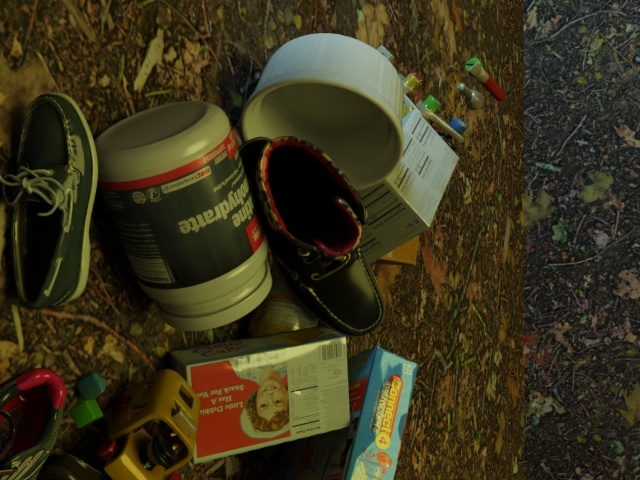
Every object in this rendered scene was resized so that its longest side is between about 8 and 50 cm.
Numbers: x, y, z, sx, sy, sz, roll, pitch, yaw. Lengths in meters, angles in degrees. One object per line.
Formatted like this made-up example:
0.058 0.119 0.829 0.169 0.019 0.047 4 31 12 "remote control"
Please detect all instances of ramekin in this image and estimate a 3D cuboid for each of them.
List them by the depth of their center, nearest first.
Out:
0.013 -0.220 1.360 0.277 0.277 0.135 56 37 -47 "ramekin"

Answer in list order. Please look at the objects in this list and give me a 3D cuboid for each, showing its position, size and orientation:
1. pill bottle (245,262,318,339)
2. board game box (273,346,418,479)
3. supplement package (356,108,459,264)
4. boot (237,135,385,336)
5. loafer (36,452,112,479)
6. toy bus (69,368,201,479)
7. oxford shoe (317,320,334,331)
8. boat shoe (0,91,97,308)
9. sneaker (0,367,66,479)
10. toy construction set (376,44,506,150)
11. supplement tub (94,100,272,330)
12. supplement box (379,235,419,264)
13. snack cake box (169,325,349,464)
-0.065 0.147 1.379 0.117 0.117 0.208 41 56 -54 "pill bottle"
0.028 0.365 1.379 0.086 0.308 0.302 25 63 -16 "board game box"
0.130 -0.101 1.580 0.145 0.204 0.262 46 39 -12 "supplement package"
0.000 0.000 1.201 0.377 0.138 0.284 60 -9 -7 "boot"
-0.289 0.317 1.033 0.220 0.080 0.078 60 29 -51 "loafer"
-0.214 0.256 1.041 0.202 0.104 0.191 61 10 24 "toy bus"
0.011 0.169 1.488 0.227 0.083 0.096 96 19 -59 "oxford shoe"
-0.324 -0.046 0.931 0.079 0.095 0.254 -20 118 -71 "boat shoe"
-0.356 0.253 0.799 0.121 0.112 0.299 34 42 -20 "sneaker"
0.202 -0.311 1.683 0.237 0.309 0.257 29 47 -49 "toy construction set"
-0.182 -0.034 1.082 0.191 0.191 0.272 -52 135 -47 "supplement tub"
0.145 0.012 1.800 0.233 0.078 0.080 7 85 -61 "supplement box"
-0.090 0.233 1.231 0.264 0.089 0.152 -6 100 -26 "snack cake box"
